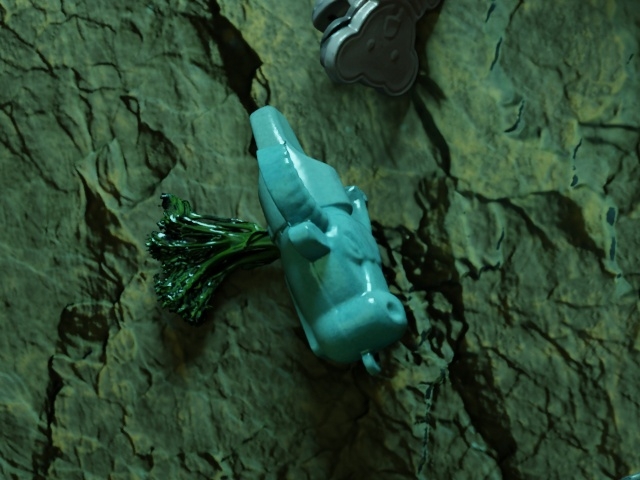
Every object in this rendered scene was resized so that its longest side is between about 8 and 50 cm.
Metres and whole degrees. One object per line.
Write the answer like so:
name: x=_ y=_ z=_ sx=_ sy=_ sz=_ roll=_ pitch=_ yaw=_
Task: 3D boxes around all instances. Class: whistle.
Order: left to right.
whistle: x=0.000 y=0.000 z=1.621 sx=0.093 sy=0.186 sz=0.274 roll=-28 pitch=70 yaw=15

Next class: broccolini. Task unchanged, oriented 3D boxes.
broccolini: x=-0.053 y=0.049 z=1.731 sx=0.271 sy=0.062 sz=0.123 roll=19 pitch=108 yaw=18

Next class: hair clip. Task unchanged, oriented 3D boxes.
hair clip: x=0.063 y=-0.211 z=1.644 sx=0.138 sy=0.123 sz=0.102 roll=-39 pitch=57 yaw=23

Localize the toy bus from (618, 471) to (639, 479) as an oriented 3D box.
toy bus: x=0.321 y=0.248 z=1.500 sx=0.136 sy=0.209 sz=0.126 roll=-20 pitch=83 yaw=11
